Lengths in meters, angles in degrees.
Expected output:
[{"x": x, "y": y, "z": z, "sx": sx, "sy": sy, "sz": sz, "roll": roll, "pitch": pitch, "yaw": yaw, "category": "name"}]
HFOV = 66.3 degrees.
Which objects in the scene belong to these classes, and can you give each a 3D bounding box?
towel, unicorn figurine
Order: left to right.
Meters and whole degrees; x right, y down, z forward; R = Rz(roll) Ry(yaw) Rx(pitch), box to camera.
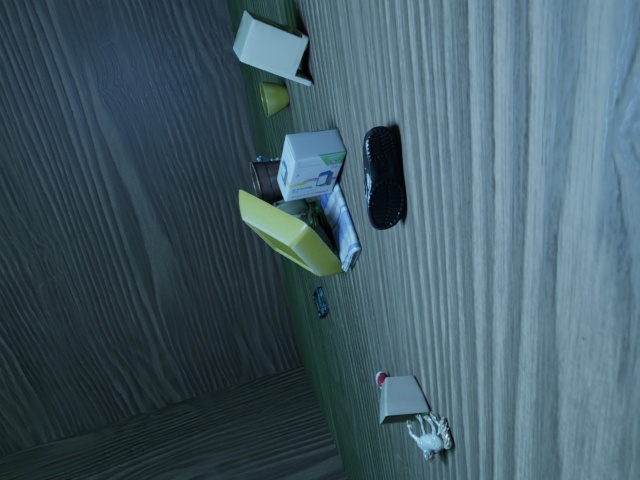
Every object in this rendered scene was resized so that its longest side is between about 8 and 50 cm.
[{"x": 0.058, "y": -0.060, "z": 1.543, "sx": 0.209, "sy": 0.034, "sz": 0.285, "roll": 107, "pitch": 147, "yaw": -69, "category": "towel"}, {"x": 0.251, "y": 0.458, "z": 1.131, "sx": 0.111, "sy": 0.060, "sz": 0.162, "roll": 65, "pitch": 163, "yaw": 13, "category": "unicorn figurine"}]

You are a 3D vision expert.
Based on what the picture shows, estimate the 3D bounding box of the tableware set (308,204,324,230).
[{"x": -0.024, "y": -0.073, "z": 1.933, "sx": 0.194, "sy": 0.039, "sz": 0.129, "roll": -160, "pitch": 57, "yaw": -78, "category": "tableware set"}]

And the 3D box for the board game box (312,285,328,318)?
[{"x": 0.000, "y": 0.299, "z": 2.334, "sx": 0.186, "sy": 0.026, "sz": 0.126, "roll": 111, "pitch": 143, "yaw": -72, "category": "board game box"}]

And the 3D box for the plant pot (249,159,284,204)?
[{"x": -0.144, "y": -0.210, "z": 1.695, "sx": 0.167, "sy": 0.165, "sz": 0.167, "roll": 165, "pitch": 90, "yaw": -79, "category": "plant pot"}]

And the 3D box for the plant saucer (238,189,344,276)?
[{"x": -0.108, "y": -0.004, "z": 1.632, "sx": 0.332, "sy": 0.081, "sz": 0.333, "roll": 28, "pitch": 167, "yaw": 35, "category": "plant saucer"}]

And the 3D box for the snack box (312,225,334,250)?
[{"x": 0.000, "y": 0.000, "z": 1.835, "sx": 0.100, "sy": 0.037, "sz": 0.141, "roll": 60, "pitch": 168, "yaw": -3, "category": "snack box"}]

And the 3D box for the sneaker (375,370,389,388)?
[{"x": 0.199, "y": 0.449, "z": 1.449, "sx": 0.067, "sy": 0.042, "sz": 0.119, "roll": -124, "pitch": 15, "yaw": -72, "category": "sneaker"}]

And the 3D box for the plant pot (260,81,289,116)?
[{"x": -0.176, "y": -0.562, "z": 1.924, "sx": 0.134, "sy": 0.095, "sz": 0.135, "roll": 166, "pitch": 90, "yaw": -80, "category": "plant pot"}]

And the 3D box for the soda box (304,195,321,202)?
[{"x": -0.040, "y": -0.232, "z": 1.745, "sx": 0.058, "sy": 0.061, "sz": 0.182, "roll": -127, "pitch": 25, "yaw": -64, "category": "soda box"}]

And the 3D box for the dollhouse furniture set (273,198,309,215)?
[{"x": -0.094, "y": -0.101, "z": 1.996, "sx": 0.129, "sy": 0.129, "sz": 0.184, "roll": -98, "pitch": -17, "yaw": -62, "category": "dollhouse furniture set"}]

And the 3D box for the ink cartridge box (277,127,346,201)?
[{"x": -0.030, "y": -0.213, "z": 1.403, "sx": 0.212, "sy": 0.154, "sz": 0.093, "roll": 116, "pitch": 139, "yaw": -62, "category": "ink cartridge box"}]

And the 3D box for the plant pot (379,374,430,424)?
[{"x": 0.201, "y": 0.396, "z": 1.225, "sx": 0.109, "sy": 0.108, "sz": 0.096, "roll": 94, "pitch": 171, "yaw": -59, "category": "plant pot"}]

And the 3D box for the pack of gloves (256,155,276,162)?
[{"x": -0.129, "y": -0.251, "z": 1.880, "sx": 0.046, "sy": 0.231, "sz": 0.195, "roll": -49, "pitch": 48, "yaw": 33, "category": "pack of gloves"}]

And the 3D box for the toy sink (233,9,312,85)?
[{"x": -0.123, "y": -0.578, "z": 1.463, "sx": 0.131, "sy": 0.234, "sz": 0.153, "roll": -64, "pitch": 29, "yaw": 25, "category": "toy sink"}]

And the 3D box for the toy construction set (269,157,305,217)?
[{"x": -0.162, "y": -0.224, "z": 2.149, "sx": 0.215, "sy": 0.151, "sz": 0.328, "roll": -26, "pitch": 85, "yaw": 54, "category": "toy construction set"}]

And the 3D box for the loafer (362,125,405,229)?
[{"x": 0.127, "y": -0.129, "z": 1.005, "sx": 0.078, "sy": 0.080, "sz": 0.220, "roll": -104, "pitch": 9, "yaw": -66, "category": "loafer"}]
